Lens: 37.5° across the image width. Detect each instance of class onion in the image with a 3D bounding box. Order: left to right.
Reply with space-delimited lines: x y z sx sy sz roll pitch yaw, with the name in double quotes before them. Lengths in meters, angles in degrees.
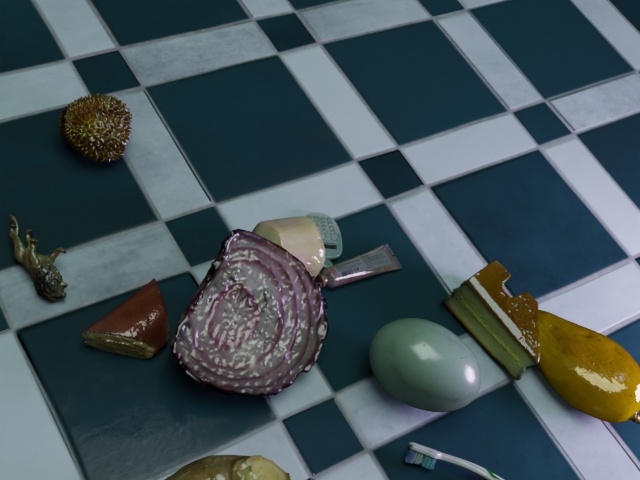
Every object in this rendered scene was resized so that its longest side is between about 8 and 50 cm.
"onion" -0.141 0.167 1.818 0.280 0.146 0.314 35 65 -17

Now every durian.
"durian" -0.477 -0.242 2.019 0.168 0.136 0.158 -2 34 -29

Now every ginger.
"ginger" -0.182 0.437 1.600 0.267 0.152 0.138 -25 91 -11

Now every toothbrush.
"toothbrush" 0.359 0.469 1.803 0.418 0.042 0.040 19 91 -3

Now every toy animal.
"toy animal" -0.554 0.021 1.832 0.219 0.086 0.069 52 18 27

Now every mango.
"mango" 0.554 0.262 1.970 0.317 0.119 0.176 42 60 19

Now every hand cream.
"hand cream" 0.080 0.059 2.027 0.210 0.043 0.067 -16 63 -33

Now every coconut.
"coconut" -0.080 0.025 1.928 0.153 0.147 0.147 -13 59 -30

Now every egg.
"egg" 0.205 0.244 1.841 0.231 0.168 0.168 28 51 -1

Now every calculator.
"calculator" 0.000 0.000 2.053 0.095 0.021 0.153 5 53 -13

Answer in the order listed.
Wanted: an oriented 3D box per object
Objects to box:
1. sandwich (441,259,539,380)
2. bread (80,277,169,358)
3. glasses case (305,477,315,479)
"sandwich" 0.384 0.167 1.989 0.128 0.122 0.235 -29 70 -28
"bread" -0.344 0.160 1.798 0.119 0.067 0.192 38 53 12
"glasses case" -0.038 0.477 1.525 0.060 0.299 0.114 -14 89 11
